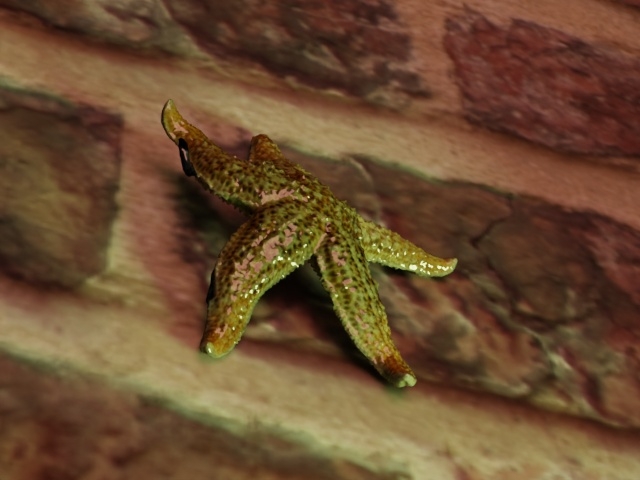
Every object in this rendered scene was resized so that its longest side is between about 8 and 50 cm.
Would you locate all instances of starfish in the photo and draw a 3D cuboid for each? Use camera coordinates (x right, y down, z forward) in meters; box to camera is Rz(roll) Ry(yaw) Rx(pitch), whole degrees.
[{"bbox_3d":[0.000,0.000,0.896,0.176,0.053,0.208,9,44,-35],"label":"starfish"}]
